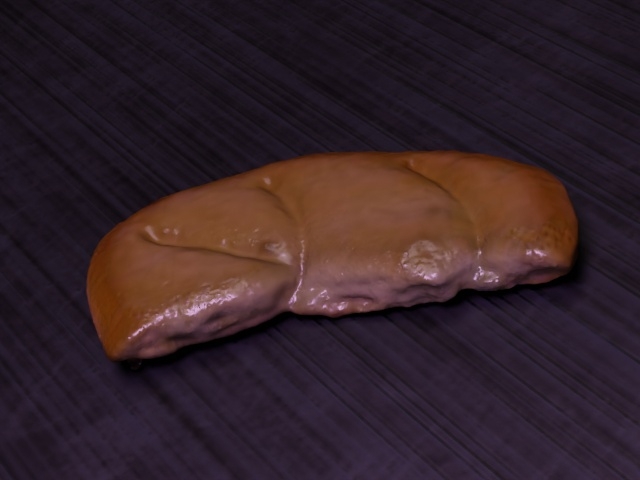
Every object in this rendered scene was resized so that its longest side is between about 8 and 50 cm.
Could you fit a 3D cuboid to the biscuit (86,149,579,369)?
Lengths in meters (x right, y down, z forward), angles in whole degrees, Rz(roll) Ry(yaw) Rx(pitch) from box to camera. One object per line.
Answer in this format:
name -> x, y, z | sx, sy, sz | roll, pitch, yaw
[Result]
biscuit -> 0.002, -0.003, 0.984 | 0.299, 0.045, 0.154 | -12, 35, 12
